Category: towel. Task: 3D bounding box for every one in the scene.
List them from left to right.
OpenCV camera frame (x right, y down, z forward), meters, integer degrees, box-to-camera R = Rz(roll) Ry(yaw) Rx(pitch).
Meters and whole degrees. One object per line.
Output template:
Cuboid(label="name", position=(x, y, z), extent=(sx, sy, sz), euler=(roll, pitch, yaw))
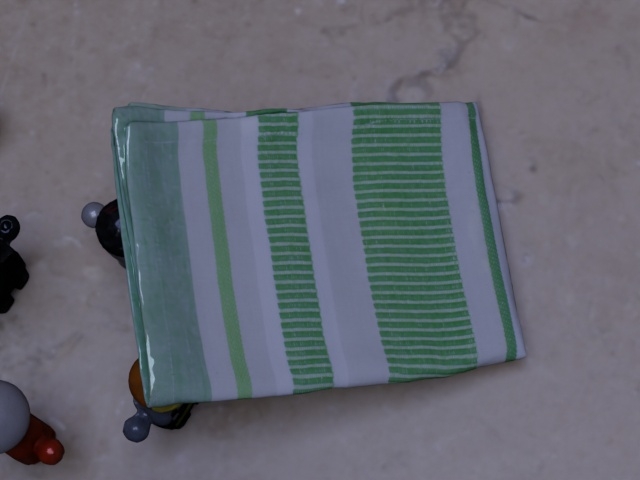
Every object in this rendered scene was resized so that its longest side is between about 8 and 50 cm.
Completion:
Cuboid(label="towel", position=(0.000, 0.000, 1.564), extent=(0.325, 0.038, 0.248), euler=(-3, 73, -22))

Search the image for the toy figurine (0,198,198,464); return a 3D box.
Cuboid(label="toy figurine", position=(-0.204, 0.071, 1.578), extent=(0.209, 0.148, 0.213), euler=(-11, 75, 3))
